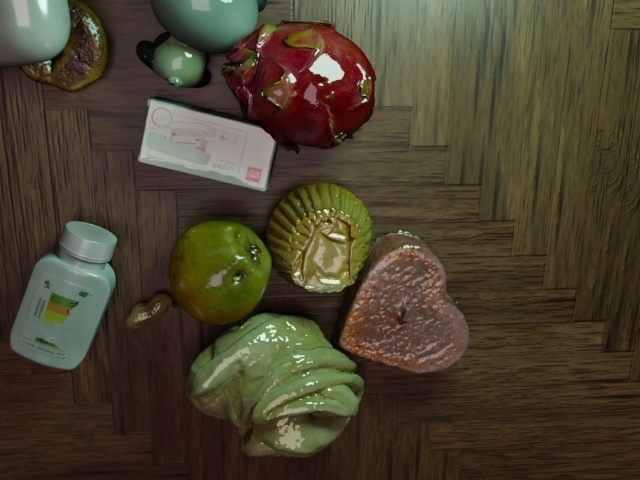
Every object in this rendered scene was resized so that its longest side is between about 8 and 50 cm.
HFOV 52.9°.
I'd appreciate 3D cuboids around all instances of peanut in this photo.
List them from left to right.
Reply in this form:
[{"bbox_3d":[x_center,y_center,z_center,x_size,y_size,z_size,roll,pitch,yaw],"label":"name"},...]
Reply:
[{"bbox_3d":[-0.374,0.154,1.397,0.113,0.054,0.054,-32,107,1],"label":"peanut"}]

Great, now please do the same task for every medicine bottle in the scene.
[{"bbox_3d":[-0.524,0.113,1.338,0.161,0.111,0.296,24,101,-12],"label":"medicine bottle"}]

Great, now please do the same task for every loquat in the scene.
[{"bbox_3d":[-0.220,0.073,1.318,0.246,0.213,0.213,-34,108,29],"label":"loquat"}]

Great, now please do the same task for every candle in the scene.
[{"bbox_3d":[0.165,0.158,1.413,0.287,0.131,0.317,-22,106,3],"label":"candle"}]

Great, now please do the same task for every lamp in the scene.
[{"bbox_3d":[-0.225,-0.406,1.189,0.198,0.197,0.244,29,116,-13],"label":"lamp"}]

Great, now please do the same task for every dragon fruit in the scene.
[{"bbox_3d":[-0.018,-0.284,1.198,0.250,0.250,0.315,-46,127,8],"label":"dragon fruit"}]

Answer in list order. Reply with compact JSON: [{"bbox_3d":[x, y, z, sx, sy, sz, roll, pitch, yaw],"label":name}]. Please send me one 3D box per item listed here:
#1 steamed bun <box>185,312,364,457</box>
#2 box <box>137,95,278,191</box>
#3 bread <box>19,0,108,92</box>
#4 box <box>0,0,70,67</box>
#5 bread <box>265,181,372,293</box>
[{"bbox_3d":[-0.090,0.331,1.388,0.372,0.230,0.325,42,101,-17],"label":"steamed bun"},{"bbox_3d":[-0.220,-0.196,1.295,0.269,0.079,0.135,13,105,-9],"label":"box"},{"bbox_3d":[-0.498,-0.380,1.226,0.193,0.064,0.193,-1,111,-3],"label":"bread"},{"bbox_3d":[-0.595,-0.442,1.102,0.349,0.141,0.288,2,109,24],"label":"box"},{"bbox_3d":[0.000,-0.003,1.342,0.240,0.139,0.240,-2,103,-7],"label":"bread"}]
